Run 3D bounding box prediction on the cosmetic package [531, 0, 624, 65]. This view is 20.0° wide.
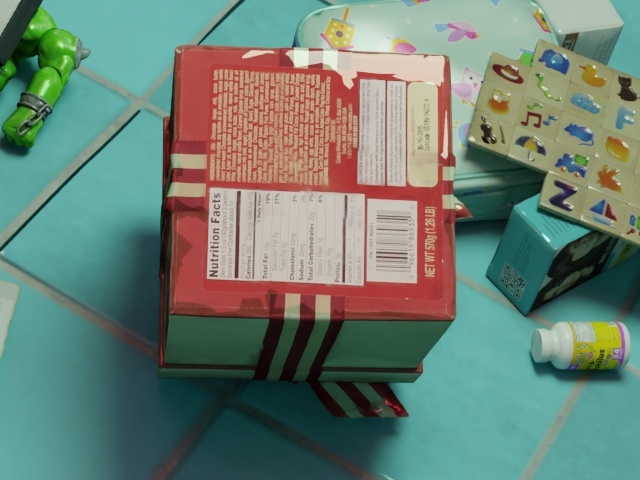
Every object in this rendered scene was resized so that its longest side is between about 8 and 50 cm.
[{"bbox_3d":[0.219,-0.257,1.884,0.085,0.117,0.231,-11,54,-22],"label":"cosmetic package"}]

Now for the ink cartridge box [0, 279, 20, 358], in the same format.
[{"bbox_3d":[-0.416,0.143,1.416,0.308,0.091,0.385,10,31,-6],"label":"ink cartridge box"}]

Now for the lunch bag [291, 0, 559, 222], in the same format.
[{"bbox_3d":[0.104,-0.117,1.727,0.279,0.108,0.224,-7,66,-19],"label":"lunch bag"}]

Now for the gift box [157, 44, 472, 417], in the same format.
[{"bbox_3d":[0.000,0.000,1.477,0.276,0.258,0.255,7,74,-6],"label":"gift box"}]

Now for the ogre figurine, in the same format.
[{"bbox_3d":[-0.307,-0.186,1.706,0.118,0.097,0.197,-43,53,-19],"label":"ogre figurine"}]

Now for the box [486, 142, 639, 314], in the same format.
[{"bbox_3d":[0.274,-0.025,1.707,0.244,0.100,0.060,-26,61,-31],"label":"box"}]

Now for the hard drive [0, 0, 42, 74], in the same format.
[{"bbox_3d":[-0.447,-0.214,1.623,0.339,0.064,0.237,29,83,6],"label":"hard drive"}]

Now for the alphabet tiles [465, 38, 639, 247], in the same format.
[{"bbox_3d":[0.256,-0.090,1.676,0.237,0.009,0.198,21,52,-3],"label":"alphabet tiles"}]

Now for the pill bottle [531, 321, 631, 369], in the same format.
[{"bbox_3d":[0.234,0.095,1.630,0.083,0.043,0.043,1,50,-13],"label":"pill bottle"}]
